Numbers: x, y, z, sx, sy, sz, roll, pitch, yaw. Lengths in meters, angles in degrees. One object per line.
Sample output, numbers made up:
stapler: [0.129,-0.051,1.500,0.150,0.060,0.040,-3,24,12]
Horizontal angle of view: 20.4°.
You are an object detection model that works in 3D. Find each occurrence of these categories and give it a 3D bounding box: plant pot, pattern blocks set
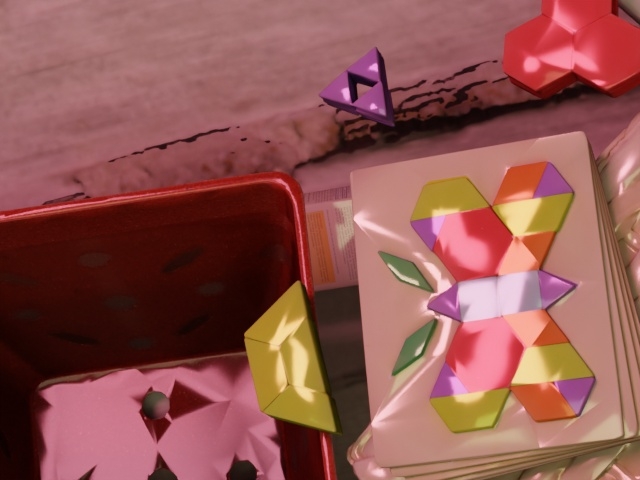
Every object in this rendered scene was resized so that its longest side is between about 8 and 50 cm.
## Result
plant pot: [-0.118,0.134,1.110,0.267,0.236,0.267,-8,74,3]
pattern blocks set: [0.094,0.032,0.952,0.285,0.026,0.324,-24,71,11]

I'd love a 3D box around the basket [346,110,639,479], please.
basket: [0.253,0.127,1.037,0.331,0.266,0.328,-48,66,4]

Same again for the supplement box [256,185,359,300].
supplement box: [0.000,0.000,1.199,0.098,0.036,0.062,-9,106,4]

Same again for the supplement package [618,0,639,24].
supplement package: [0.157,-0.274,1.044,0.293,0.175,0.177,39,103,-10]
